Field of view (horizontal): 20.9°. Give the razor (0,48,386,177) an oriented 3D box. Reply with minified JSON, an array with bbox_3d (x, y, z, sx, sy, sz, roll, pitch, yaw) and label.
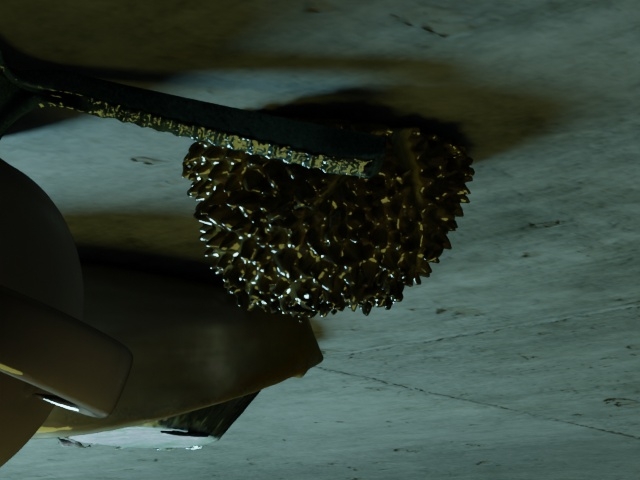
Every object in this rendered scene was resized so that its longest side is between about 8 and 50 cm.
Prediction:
[{"bbox_3d":[-0.063,-0.057,0.801,0.190,0.033,0.066,9,130,-6],"label":"razor"}]

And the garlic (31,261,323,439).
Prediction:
[{"bbox_3d":[-0.146,0.071,1.159,0.318,0.112,0.143,3,-171,-25],"label":"garlic"}]

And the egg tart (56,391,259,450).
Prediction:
[{"bbox_3d":[-0.139,0.114,1.354,0.234,0.094,0.234,0,164,0],"label":"egg tart"}]

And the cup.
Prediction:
[{"bbox_3d":[-0.213,0.022,0.795,0.253,0.191,0.200,17,169,24],"label":"cup"}]

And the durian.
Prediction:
[{"bbox_3d":[0.000,0.000,0.902,0.148,0.091,0.188,5,164,-13],"label":"durian"}]
